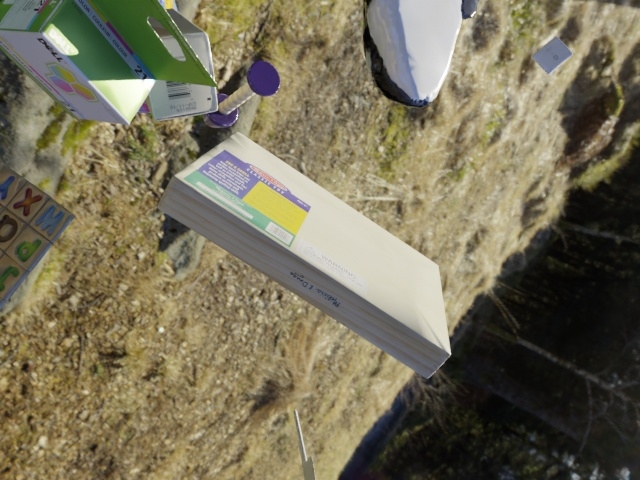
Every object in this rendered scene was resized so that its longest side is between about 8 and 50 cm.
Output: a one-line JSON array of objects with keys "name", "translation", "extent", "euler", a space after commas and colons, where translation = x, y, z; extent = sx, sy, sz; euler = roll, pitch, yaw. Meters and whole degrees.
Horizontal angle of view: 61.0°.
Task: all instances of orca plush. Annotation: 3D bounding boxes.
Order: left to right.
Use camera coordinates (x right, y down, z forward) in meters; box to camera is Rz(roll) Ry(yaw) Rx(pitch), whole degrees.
[{"name": "orca plush", "translation": [0.051, -0.262, 0.472], "extent": [0.151, 0.102, 0.288], "euler": [-28, 113, -33]}]

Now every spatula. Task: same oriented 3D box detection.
[{"name": "spatula", "translation": [-0.018, 0.402, 0.907], "extent": [0.019, 0.242, 0.168], "euler": [-10, 107, -6]}]

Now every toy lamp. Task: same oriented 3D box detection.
[{"name": "toy lamp", "translation": [-0.180, -0.301, 1.164], "extent": [0.080, 0.274, 0.080], "euler": [3, 84, -34]}]

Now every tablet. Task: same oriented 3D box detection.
[{"name": "tablet", "translation": [0.485, -0.388, 1.136], "extent": [0.083, 0.054, 0.006], "euler": [-39, 175, -15]}]

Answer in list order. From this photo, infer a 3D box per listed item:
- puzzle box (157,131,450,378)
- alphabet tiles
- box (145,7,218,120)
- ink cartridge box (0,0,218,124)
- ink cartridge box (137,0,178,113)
[{"name": "puzzle box", "translation": [0.000, 0.000, 0.784], "extent": [0.052, 0.408, 0.272], "euler": [-55, -175, 24]}, {"name": "alphabet tiles", "translation": [-0.431, -0.010, 0.633], "extent": [0.198, 0.237, 0.009], "euler": [-55, 164, -10]}, {"name": "box", "translation": [-0.304, -0.355, 1.067], "extent": [0.121, 0.311, 0.148], "euler": [-15, 122, -18]}, {"name": "ink cartridge box", "translation": [-0.304, -0.256, 0.766], "extent": [0.097, 0.255, 0.189], "euler": [-66, 151, -20]}, {"name": "ink cartridge box", "translation": [-0.461, -0.539, 1.389], "extent": [0.395, 0.151, 0.270], "euler": [92, -3, -73]}]
